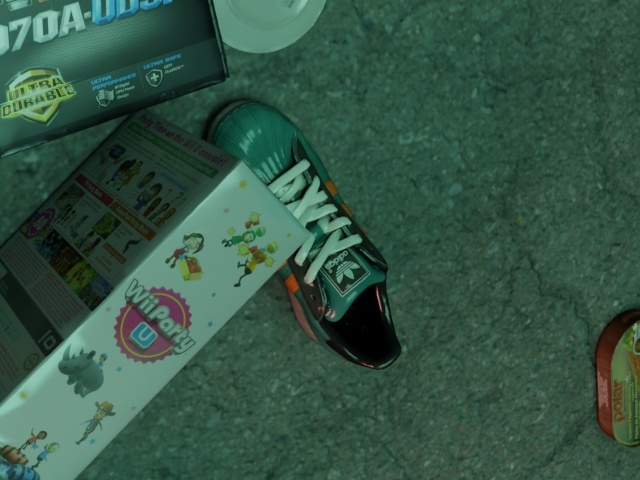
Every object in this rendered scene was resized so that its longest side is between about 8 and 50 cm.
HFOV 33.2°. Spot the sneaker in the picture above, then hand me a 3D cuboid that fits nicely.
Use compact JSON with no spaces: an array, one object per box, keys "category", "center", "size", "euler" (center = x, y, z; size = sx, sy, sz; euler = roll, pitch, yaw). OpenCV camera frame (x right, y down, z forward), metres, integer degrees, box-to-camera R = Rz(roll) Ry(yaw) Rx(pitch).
[{"category":"sneaker","center":[0.000,0.000,1.024],"size":[0.108,0.121,0.302],"euler":[-38,122,-14]}]

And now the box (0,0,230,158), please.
[{"category":"box","center":[-0.197,-0.185,0.881],"size":[0.220,0.051,0.175],"euler":[-22,117,-22]}]

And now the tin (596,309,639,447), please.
[{"category":"tin","center":[0.404,0.179,1.383],"size":[0.106,0.040,0.189],"euler":[-21,117,-28]}]

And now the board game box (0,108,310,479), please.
[{"category":"board game box","center":[-0.185,0.045,0.868],"size":[0.303,0.224,0.097],"euler":[-47,123,-7]}]

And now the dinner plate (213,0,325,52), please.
[{"category":"dinner plate","center":[-0.049,-0.239,0.972],"size":[0.141,0.017,0.141],"euler":[-12,115,-28]}]
